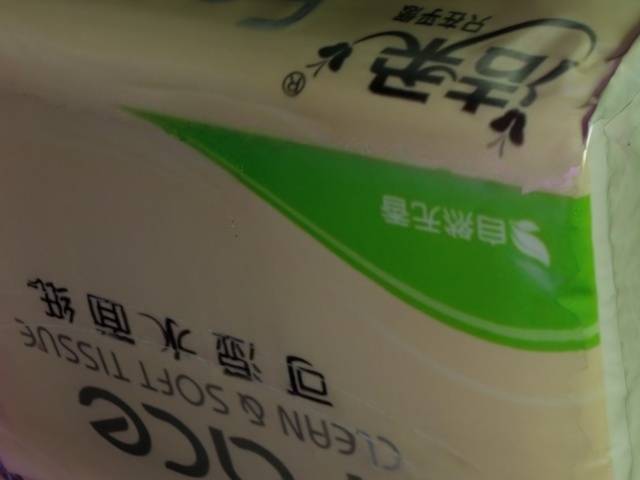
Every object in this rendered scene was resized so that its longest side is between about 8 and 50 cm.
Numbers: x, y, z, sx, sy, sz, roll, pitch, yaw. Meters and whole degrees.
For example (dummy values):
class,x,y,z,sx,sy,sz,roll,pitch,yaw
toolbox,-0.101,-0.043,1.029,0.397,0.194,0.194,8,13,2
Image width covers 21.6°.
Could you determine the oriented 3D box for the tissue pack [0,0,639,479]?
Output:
class,x,y,z,sx,sy,sz,roll,pitch,yaw
tissue pack,0.000,0.000,0.787,0.405,0.205,0.331,15,136,34
